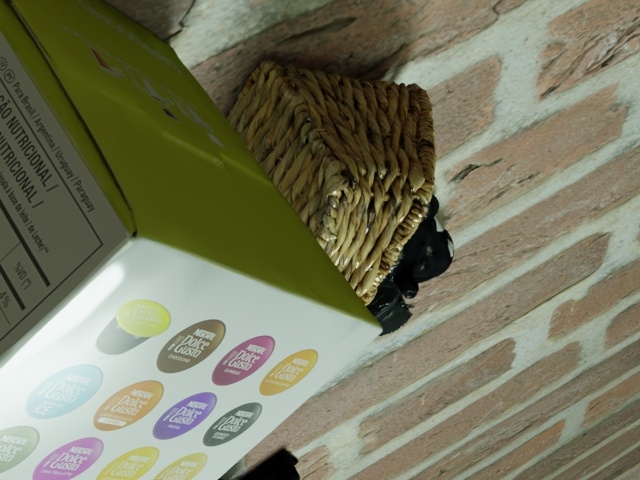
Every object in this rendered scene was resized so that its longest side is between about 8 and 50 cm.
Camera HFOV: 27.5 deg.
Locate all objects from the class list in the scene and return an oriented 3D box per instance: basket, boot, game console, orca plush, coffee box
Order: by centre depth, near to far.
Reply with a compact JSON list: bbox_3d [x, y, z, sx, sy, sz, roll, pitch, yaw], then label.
[{"bbox_3d":[-0.226,0.019,0.947,0.334,0.338,0.338,-42,152,12],"label":"coffee box"},{"bbox_3d":[0.000,0.000,1.293,0.223,0.213,0.299,4,134,-43],"label":"basket"},{"bbox_3d":[0.094,0.015,1.561,0.151,0.102,0.287,-39,152,7],"label":"orca plush"},{"bbox_3d":[0.066,0.105,1.743,0.121,0.045,0.099,-35,156,-1],"label":"boot"},{"bbox_3d":[-0.081,0.382,1.989,0.122,0.107,0.071,-36,125,0],"label":"game console"}]

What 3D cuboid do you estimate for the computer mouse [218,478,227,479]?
[{"bbox_3d":[-0.217,0.393,1.861,0.272,0.072,0.188,-12,149,-17],"label":"computer mouse"}]
